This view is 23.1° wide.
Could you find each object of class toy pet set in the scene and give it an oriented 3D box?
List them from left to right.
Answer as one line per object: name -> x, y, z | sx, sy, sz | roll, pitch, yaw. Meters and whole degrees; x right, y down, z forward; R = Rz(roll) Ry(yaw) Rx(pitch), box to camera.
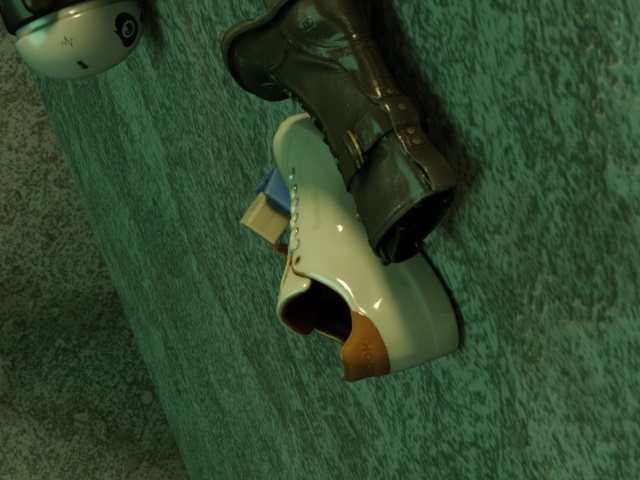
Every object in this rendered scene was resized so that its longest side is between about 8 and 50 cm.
toy pet set -> -0.019, -0.014, 1.546 | 0.114, 0.065, 0.122 | 36, 176, -14

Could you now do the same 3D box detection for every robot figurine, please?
robot figurine -> -0.321, -0.337, 1.928 | 0.174, 0.209, 0.278 | -16, 95, 54

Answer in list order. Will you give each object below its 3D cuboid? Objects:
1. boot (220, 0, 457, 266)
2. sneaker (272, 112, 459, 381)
boot -> 0.015, -0.086, 1.211 | 0.263, 0.091, 0.229 | 129, 120, -71
sneaker -> 0.000, 0.000, 1.326 | 0.106, 0.123, 0.290 | 81, 162, -46
